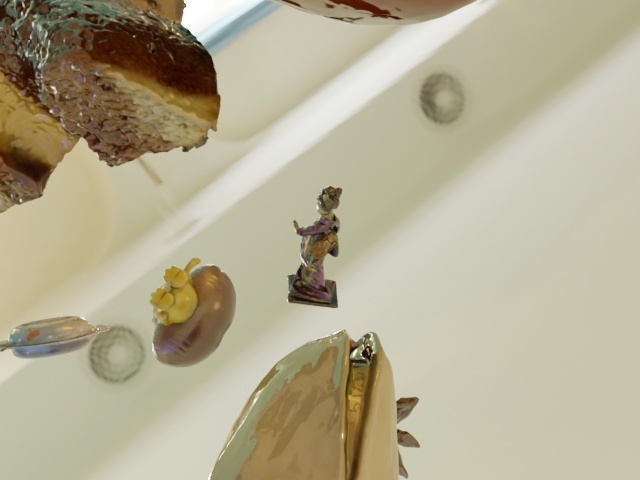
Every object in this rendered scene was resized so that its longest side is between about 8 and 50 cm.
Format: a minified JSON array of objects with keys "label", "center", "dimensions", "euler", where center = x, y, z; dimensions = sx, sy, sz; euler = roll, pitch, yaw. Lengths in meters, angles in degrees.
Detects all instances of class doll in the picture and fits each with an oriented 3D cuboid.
[{"label":"doll","center":[-0.169,0.081,1.674],"dimensions":[0.096,0.188,0.145],"euler":[20,-129,19]}]

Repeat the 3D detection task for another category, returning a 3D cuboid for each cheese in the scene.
[{"label":"cheese","center":[-0.452,0.156,2.020],"dimensions":[0.245,0.052,0.135],"euler":[-9,-175,-21]}]

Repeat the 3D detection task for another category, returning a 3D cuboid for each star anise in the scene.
[{"label":"star anise","center":[0.084,0.347,2.292],"dimensions":[0.209,0.231,0.089],"euler":[-9,166,43]}]

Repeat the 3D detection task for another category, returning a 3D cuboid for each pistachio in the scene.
[{"label":"pistachio","center":[-0.010,0.252,1.428],"dimensions":[0.331,0.208,0.226],"euler":[-71,-165,-13]}]

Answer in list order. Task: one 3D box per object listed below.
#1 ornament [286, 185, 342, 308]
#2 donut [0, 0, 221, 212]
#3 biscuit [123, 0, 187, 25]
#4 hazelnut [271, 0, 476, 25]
[{"label":"ornament","center":[-0.009,0.002,2.012],"dimensions":[0.081,0.203,0.088],"euler":[1,-147,-4]},{"label":"donut","center":[-0.194,-0.123,0.929],"dimensions":[0.295,0.112,0.151],"euler":[-12,-121,39]},{"label":"biscuit","center":[-0.283,-0.273,1.431],"dimensions":[0.296,0.296,0.075],"euler":[-40,-163,-23]},{"label":"hazelnut","center":[0.011,-0.309,0.822],"dimensions":[0.366,0.366,0.366],"euler":[-31,-165,9]}]
